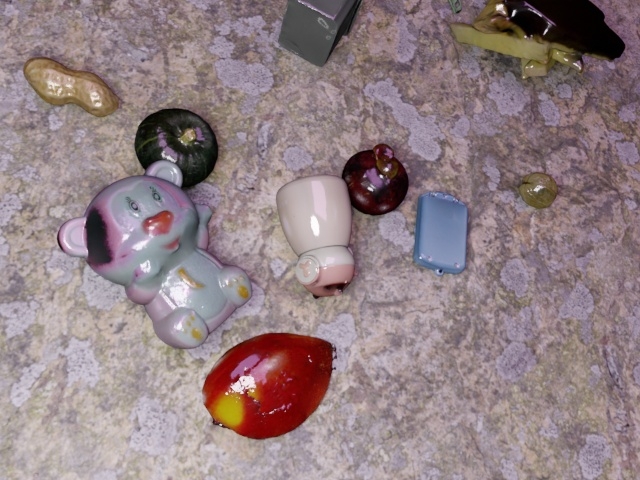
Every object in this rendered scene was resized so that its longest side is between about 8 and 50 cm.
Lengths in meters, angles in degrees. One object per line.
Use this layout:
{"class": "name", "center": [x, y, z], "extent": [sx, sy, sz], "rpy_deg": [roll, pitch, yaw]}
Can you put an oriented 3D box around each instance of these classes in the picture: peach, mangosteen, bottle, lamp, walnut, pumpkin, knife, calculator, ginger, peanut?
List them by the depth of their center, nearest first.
{"class": "lamp", "center": [-0.287, 0.029, 1.147], "extent": [0.247, 0.247, 0.301], "rpy_deg": [-42, 105, -25]}
{"class": "peach", "center": [-0.077, 0.251, 1.183], "extent": [0.279, 0.068, 0.189], "rpy_deg": [-28, 78, -27]}
{"class": "bottle", "center": [0.000, 0.000, 1.285], "extent": [0.148, 0.147, 0.236], "rpy_deg": [-6, 76, -20]}
{"class": "pumpkin", "center": [-0.285, -0.188, 1.288], "extent": [0.167, 0.125, 0.167], "rpy_deg": [7, 54, -10]}
{"class": "peanut", "center": [-0.502, -0.306, 1.301], "extent": [0.193, 0.089, 0.089], "rpy_deg": [17, 62, -9]}
{"class": "mangosteen", "center": [0.119, -0.131, 1.376], "extent": [0.153, 0.152, 0.152], "rpy_deg": [7, 64, -14]}
{"class": "calculator", "center": [0.267, -0.016, 1.430], "extent": [0.121, 0.039, 0.210], "rpy_deg": [13, 63, -10]}
{"class": "walnut", "center": [0.519, -0.120, 1.535], "extent": [0.092, 0.092, 0.092], "rpy_deg": [7, 64, -14]}
{"class": "ginger", "center": [0.562, -0.559, 1.712], "extent": [0.414, 0.211, 0.358], "rpy_deg": [15, 49, -20]}
{"class": "knife", "center": [0.346, -0.754, 1.811], "extent": [0.043, 0.020, 0.292], "rpy_deg": [-5, 68, -22]}

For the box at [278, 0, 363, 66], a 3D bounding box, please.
{"class": "box", "center": [-0.005, -0.518, 1.477], "extent": [0.163, 0.243, 0.135], "rpy_deg": [27, 73, -5]}
